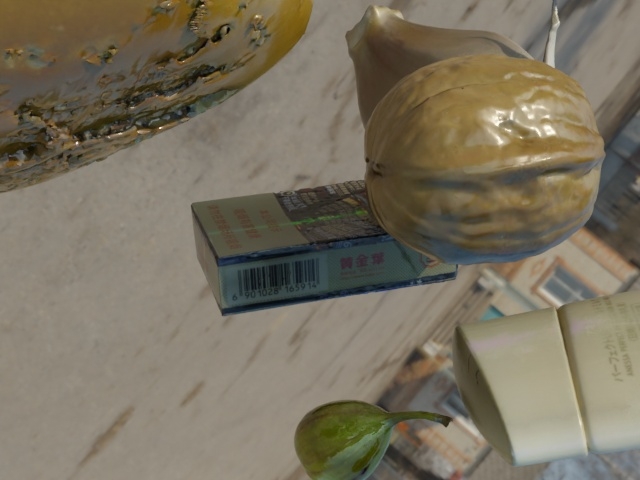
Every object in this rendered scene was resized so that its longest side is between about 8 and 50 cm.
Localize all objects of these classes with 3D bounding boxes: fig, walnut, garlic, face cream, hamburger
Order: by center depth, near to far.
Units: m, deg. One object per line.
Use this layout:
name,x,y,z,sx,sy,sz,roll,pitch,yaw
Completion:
hamburger,-0.165,-0.142,0.530,0.304,0.174,0.284,-25,172,8
face cream,0.271,0.085,0.686,0.348,0.081,0.173,-13,-158,12
fig,0.056,0.200,0.969,0.166,0.093,0.093,-21,170,5
walnut,0.173,-0.084,0.975,0.260,0.225,0.225,-8,157,-10
garlic,0.209,-0.198,1.303,0.231,0.340,0.246,9,89,-47

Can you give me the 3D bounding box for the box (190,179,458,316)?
box,0.000,0.000,1.202,0.310,0.198,0.084,-8,114,-14
